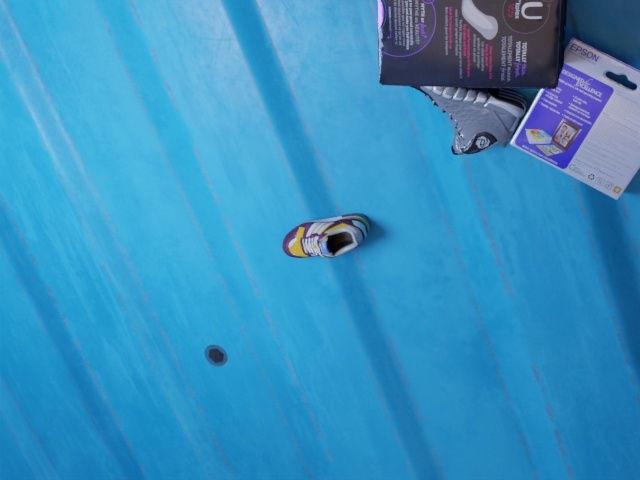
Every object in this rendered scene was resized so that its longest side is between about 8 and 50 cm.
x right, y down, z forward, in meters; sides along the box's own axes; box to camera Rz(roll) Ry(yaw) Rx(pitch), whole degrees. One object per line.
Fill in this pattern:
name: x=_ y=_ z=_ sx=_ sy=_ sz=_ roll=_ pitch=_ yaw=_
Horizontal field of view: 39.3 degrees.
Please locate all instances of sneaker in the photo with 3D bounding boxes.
sneaker: x=0.220 y=-0.211 z=1.513 sx=0.229 sy=0.086 sz=0.132 roll=20 pitch=123 yaw=8
sneaker: x=0.000 y=0.000 z=1.695 sx=0.186 sy=0.084 sz=0.069 roll=-18 pitch=108 yaw=26

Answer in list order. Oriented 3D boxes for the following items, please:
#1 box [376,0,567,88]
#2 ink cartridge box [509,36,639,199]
box: x=0.232 y=-0.329 z=1.366 sx=0.270 sy=0.143 sz=0.165 roll=5 pitch=117 yaw=17
ink cartridge box: x=0.449 y=-0.199 z=1.457 sx=0.206 sy=0.045 sz=0.208 roll=29 pitch=122 yaw=5
